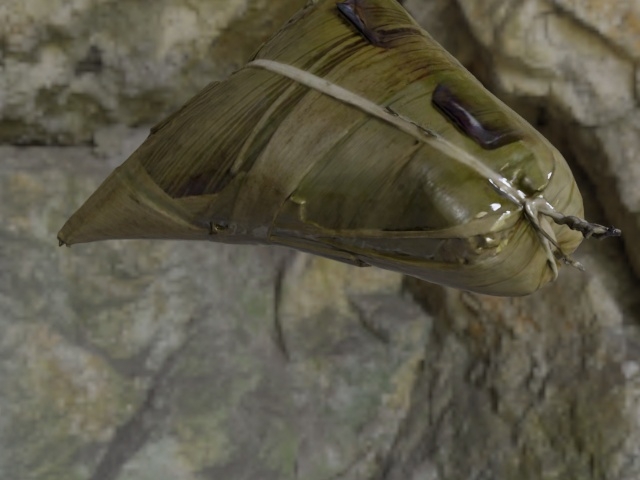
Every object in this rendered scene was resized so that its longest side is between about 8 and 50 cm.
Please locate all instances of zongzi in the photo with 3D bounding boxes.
[{"bbox_3d":[0.000,0.000,0.484,0.178,0.189,0.081,-36,-40,-3],"label":"zongzi"}]
